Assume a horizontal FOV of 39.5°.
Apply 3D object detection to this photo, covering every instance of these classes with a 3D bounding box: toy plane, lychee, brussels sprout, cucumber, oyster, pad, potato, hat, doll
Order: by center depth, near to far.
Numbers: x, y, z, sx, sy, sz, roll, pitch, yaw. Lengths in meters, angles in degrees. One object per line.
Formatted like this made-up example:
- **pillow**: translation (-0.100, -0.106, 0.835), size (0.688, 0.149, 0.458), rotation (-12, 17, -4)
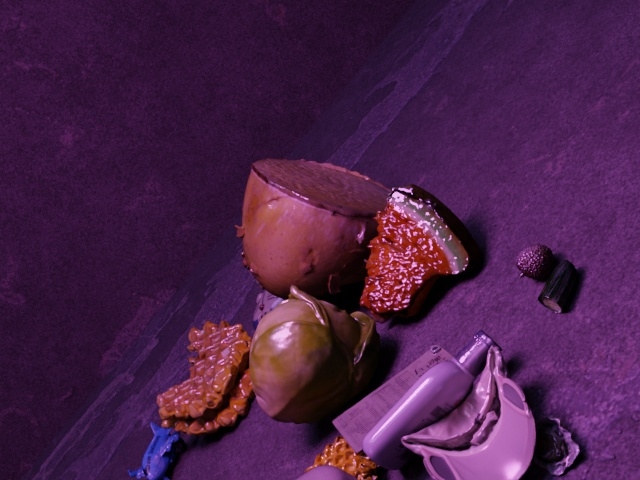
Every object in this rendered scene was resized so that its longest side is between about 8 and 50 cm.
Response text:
- **oyster**: translation (0.345, 0.307, 1.325), size (0.098, 0.037, 0.100), rotation (-58, 32, 34)
- **hat**: translation (0.264, 0.305, 1.406), size (0.219, 0.164, 0.226), rotation (-45, 46, 2)
- **cucumber**: translation (0.423, 0.078, 1.567), size (0.048, 0.048, 0.105), rotation (-19, 30, 56)
- **lychee**: translation (0.400, 0.043, 1.661), size (0.067, 0.068, 0.083), rotation (32, 75, 29)
- **pad**: translation (0.148, 0.295, 1.699), size (0.265, 0.009, 0.159), rotation (-35, 18, -8)
- **brussels sprout**: translation (-0.018, 0.243, 1.893), size (0.294, 0.259, 0.227), rotation (-46, 25, 6)
- **potato**: translation (0.000, 0.000, 2.199), size (0.442, 0.385, 0.319), rotation (-9, -57, -52)
- **toy plane**: translation (-0.433, 0.576, 2.404), size (0.254, 0.105, 0.271), rotation (-46, 20, 10)
- **doll**: translation (-0.102, 0.156, 2.414), size (0.228, 0.154, 0.258), rotation (-37, 21, 37)

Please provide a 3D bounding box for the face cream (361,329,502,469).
- **face cream**: translation (0.198, 0.277, 1.550), size (0.291, 0.144, 0.071), rotation (-48, 57, 6)

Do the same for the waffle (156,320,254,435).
- **waffle**: translation (-0.287, 0.366, 2.371), size (0.261, 0.151, 0.324), rotation (-12, 40, 28)

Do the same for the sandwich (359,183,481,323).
- **sandwich**: translation (0.202, 0.055, 1.958), size (0.301, 0.250, 0.162), rotation (-54, -26, 12)

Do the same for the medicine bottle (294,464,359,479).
- **medicine bottle**: translation (-0.016, 0.555, 1.418), size (0.282, 0.123, 0.375), rotation (-40, 30, 20)

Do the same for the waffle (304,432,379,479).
- **waffle**: translation (0.037, 0.454, 1.658), size (0.193, 0.070, 0.197), rotation (-56, 22, -20)

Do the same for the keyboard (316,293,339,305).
- **keyboard**: translation (-0.045, 0.123, 2.322), size (0.063, 0.198, 0.010), rotation (-47, -18, -26)
